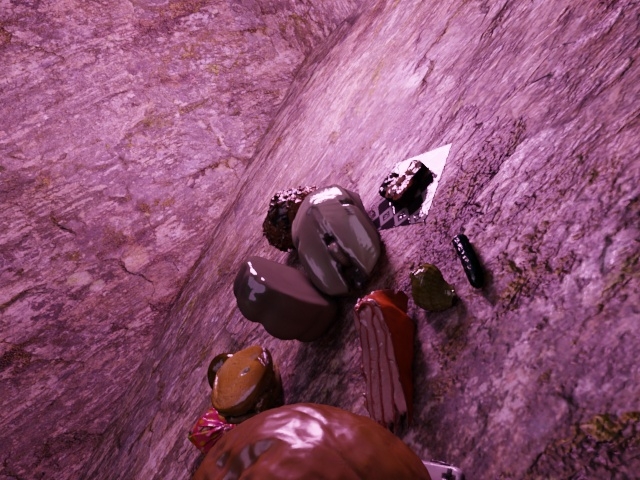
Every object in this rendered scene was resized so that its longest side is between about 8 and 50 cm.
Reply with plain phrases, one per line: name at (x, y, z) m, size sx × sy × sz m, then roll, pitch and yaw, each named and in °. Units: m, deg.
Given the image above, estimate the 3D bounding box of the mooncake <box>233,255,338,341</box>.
mooncake at (-0.095, 0.152, 1.078) m, size 0.135 × 0.275 × 0.275 m, roll -61°, pitch 24°, yaw 9°

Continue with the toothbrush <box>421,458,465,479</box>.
toothbrush at (0.077, 0.389, 0.752) m, size 0.418 × 0.040 × 0.042 m, roll -19°, pitch 44°, yaw 48°

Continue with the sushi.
sushi at (0.212, -0.145, 1.100) m, size 0.220 × 0.047 × 0.231 m, roll -10°, pitch 52°, yaw 59°

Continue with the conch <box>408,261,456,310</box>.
conch at (0.212, 0.094, 0.820) m, size 0.121 × 0.074 × 0.089 m, roll 36°, pitch 122°, yaw 47°

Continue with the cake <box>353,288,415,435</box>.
cake at (0.116, 0.220, 0.790) m, size 0.098 × 0.135 × 0.287 m, roll -21°, pitch 51°, yaw 33°

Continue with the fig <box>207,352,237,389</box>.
fig at (-0.299, 0.432, 1.294) m, size 0.133 × 0.127 × 0.184 m, roll -7°, pitch 50°, yaw 44°

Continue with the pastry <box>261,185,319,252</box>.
pastry at (-0.101, -0.094, 1.452) m, size 0.275 × 0.193 × 0.274 m, roll -45°, pitch 28°, yaw 31°

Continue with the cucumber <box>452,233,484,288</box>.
cucumber at (0.276, 0.039, 0.783) m, size 0.032 × 0.032 × 0.133 m, roll -44°, pitch 27°, yaw 29°

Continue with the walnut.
walnut at (-0.012, 0.404, 0.561) m, size 0.398 × 0.308 × 0.353 m, roll -24°, pitch 61°, yaw 48°

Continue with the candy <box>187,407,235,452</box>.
candy at (-0.210, 0.505, 1.091) m, size 0.366 × 0.124 × 0.124 m, roll -19°, pitch 45°, yaw 43°

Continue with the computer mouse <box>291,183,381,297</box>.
computer mouse at (0.023, -0.029, 1.150) m, size 0.228 × 0.145 × 0.428 m, roll -42°, pitch 36°, yaw 14°

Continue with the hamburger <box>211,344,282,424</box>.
hamburger at (-0.187, 0.386, 1.103) m, size 0.190 × 0.122 × 0.215 m, roll -34°, pitch 26°, yaw -2°
